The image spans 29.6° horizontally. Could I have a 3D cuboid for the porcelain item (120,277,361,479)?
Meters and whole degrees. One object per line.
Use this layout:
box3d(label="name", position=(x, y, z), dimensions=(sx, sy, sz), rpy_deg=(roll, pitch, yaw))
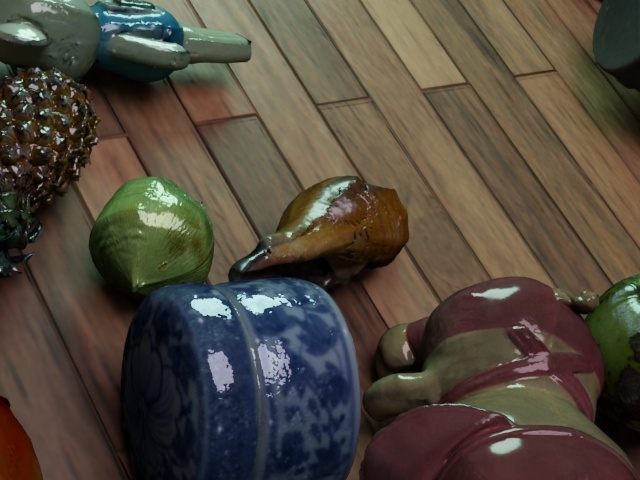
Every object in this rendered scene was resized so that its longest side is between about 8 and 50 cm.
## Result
box3d(label="porcelain item", position=(-0.056, 0.097, 0.746), dimensions=(0.114, 0.147, 0.147), rpy_deg=(-2, 55, -28))

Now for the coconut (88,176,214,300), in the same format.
box3d(label="coconut", position=(-0.115, 0.002, 0.838), dimensions=(0.087, 0.088, 0.096), rpy_deg=(22, 41, -11))

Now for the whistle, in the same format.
box3d(label="whistle", position=(-0.162, -0.157, 0.954), dimensions=(0.235, 0.077, 0.114), rpy_deg=(0, 21, -36))

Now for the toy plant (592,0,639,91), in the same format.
box3d(label="toy plant", position=(0.476, -0.164, 1.245), dimensions=(0.400, 0.185, 0.279), rpy_deg=(23, 16, -21))

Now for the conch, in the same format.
box3d(label="conch", position=(-0.003, 0.000, 0.899), dimensions=(0.080, 0.086, 0.232), rpy_deg=(33, 39, 33))

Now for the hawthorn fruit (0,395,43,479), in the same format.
box3d(label="hawthorn fruit", position=(-0.258, 0.153, 0.507), dimensions=(0.295, 0.295, 0.311), rpy_deg=(0, 53, -29))

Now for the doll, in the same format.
box3d(label="doll", position=(0.122, 0.143, 0.805), dimensions=(0.196, 0.152, 0.256), rpy_deg=(-6, 33, 5))

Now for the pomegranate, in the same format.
box3d(label="pomegranate", position=(0.284, 0.098, 0.949), dimensions=(0.163, 0.126, 0.138), rpy_deg=(31, 32, -4))

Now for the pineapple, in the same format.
box3d(label="pineapple", position=(-0.218, -0.045, 0.817), dimensions=(0.103, 0.083, 0.221), rpy_deg=(39, 43, -17))
